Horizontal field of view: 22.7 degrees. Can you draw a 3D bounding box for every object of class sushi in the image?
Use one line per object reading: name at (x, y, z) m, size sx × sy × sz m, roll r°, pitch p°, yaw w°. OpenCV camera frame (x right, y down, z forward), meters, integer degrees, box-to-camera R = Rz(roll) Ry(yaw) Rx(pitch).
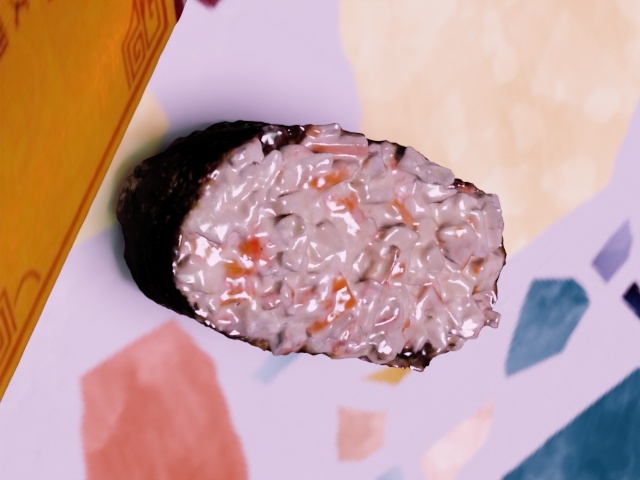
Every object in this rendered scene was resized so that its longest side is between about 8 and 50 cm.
sushi at (0.000, 0.000, 0.609) m, size 0.150 × 0.078 × 0.090 m, roll 12°, pitch 96°, yaw -34°

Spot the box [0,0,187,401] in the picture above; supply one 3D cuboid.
box at (-0.120, -0.088, 0.312) m, size 0.264 × 0.115 × 0.415 m, roll 81°, pitch 20°, yaw -49°
